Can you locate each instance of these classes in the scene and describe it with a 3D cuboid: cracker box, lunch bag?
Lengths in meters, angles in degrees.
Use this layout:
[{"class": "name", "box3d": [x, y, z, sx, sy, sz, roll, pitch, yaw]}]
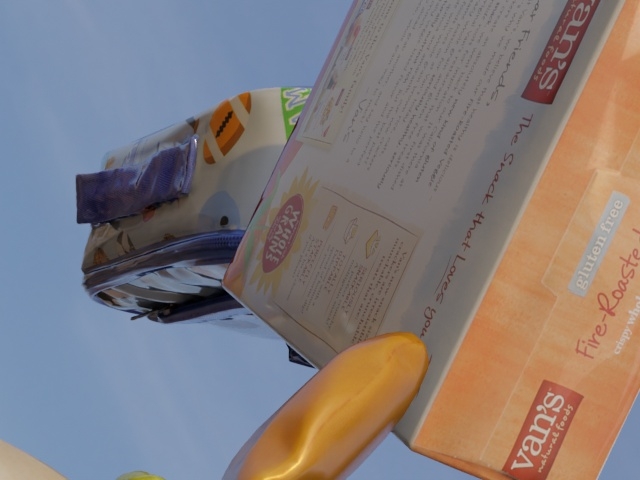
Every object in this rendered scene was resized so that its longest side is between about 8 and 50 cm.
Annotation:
[{"class": "cracker box", "box3d": [0.051, -0.018, 0.635, 0.155, 0.067, 0.232, -64, -161, 3]}, {"class": "lunch bag", "box3d": [0.000, 0.000, 0.985, 0.303, 0.243, 0.115, 164, -66, -65]}]

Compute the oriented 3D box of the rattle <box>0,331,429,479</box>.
[{"class": "rattle", "box3d": [-0.096, 0.040, 0.439, 0.200, 0.142, 0.130, 16, -22, 23]}]
